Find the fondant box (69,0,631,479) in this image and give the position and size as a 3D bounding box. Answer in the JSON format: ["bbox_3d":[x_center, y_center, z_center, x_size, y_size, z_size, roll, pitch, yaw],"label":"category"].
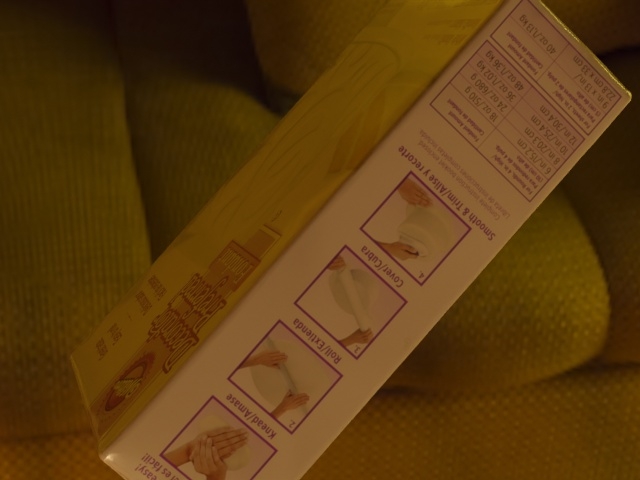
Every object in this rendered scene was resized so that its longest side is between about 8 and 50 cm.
[{"bbox_3d":[0.000,0.000,0.801,0.330,0.096,0.238,-50,16,-4],"label":"fondant box"}]
